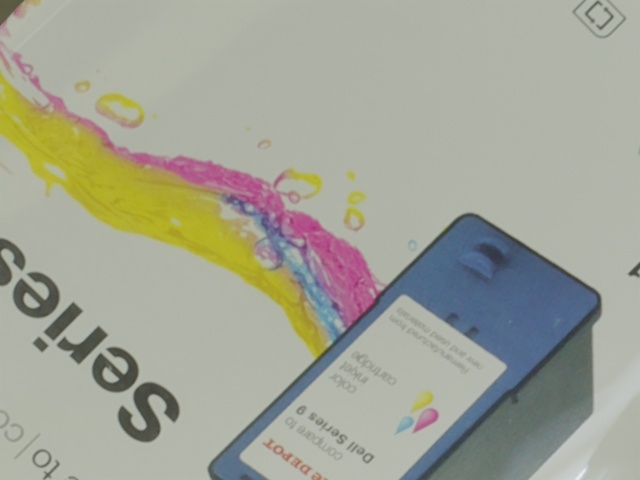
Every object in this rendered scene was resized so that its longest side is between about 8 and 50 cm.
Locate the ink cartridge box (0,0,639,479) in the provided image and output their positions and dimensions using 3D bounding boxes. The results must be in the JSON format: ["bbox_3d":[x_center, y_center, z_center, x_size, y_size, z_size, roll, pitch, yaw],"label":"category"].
[{"bbox_3d":[0.000,0.000,0.393,0.212,0.154,0.093,-44,7,7],"label":"ink cartridge box"}]
